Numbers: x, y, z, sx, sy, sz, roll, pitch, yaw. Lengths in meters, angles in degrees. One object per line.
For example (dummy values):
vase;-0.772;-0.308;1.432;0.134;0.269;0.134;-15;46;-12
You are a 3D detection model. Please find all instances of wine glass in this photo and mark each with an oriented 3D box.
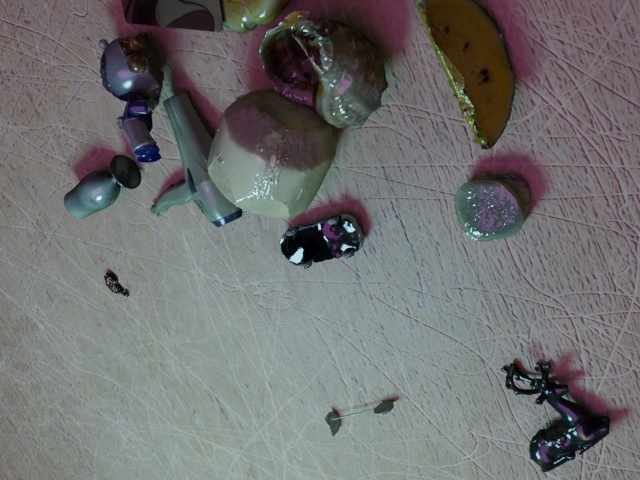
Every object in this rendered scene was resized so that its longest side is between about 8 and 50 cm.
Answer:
wine glass;-0.524;-0.124;1.960;0.202;0.093;0.093;-26;102;32

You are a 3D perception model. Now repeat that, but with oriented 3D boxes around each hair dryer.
hair dryer;-0.310;-0.181;1.829;0.298;0.119;0.296;7;114;38

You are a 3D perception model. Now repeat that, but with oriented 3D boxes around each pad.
pad;-0.314;-0.527;1.617;0.330;0.004;0.220;17;125;41

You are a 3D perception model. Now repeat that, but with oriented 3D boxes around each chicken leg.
chicken leg;-0.535;0.119;2.143;0.036;0.021;0.083;-33;99;27

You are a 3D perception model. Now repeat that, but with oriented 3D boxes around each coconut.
coconut;-0.103;-0.161;1.633;0.245;0.245;0.247;32;123;8

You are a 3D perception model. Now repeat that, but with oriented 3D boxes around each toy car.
toy car;0.000;0.000;1.782;0.205;0.056;0.095;-14;109;36

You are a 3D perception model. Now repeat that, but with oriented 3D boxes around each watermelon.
watermelon;0.252;-0.315;1.434;0.123;0.129;0.301;-16;113;35

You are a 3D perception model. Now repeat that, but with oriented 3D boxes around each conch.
conch;0.017;-0.335;1.523;0.210;0.159;0.291;24;154;35

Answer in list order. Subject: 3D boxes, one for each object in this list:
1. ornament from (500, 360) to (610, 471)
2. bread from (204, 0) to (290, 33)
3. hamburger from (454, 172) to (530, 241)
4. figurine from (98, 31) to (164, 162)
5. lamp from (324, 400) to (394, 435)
ornament;0.457;0.357;1.733;0.236;0.080;0.202;43;124;-3
bread;-0.136;-0.500;1.546;0.213;0.105;0.213;17;126;25
hamburger;0.330;-0.064;1.575;0.140;0.062;0.133;-5;110;31
figurine;-0.390;-0.300;1.735;0.133;0.194;0.274;-9;97;-4
lamp;0.098;0.426;1.970;0.198;0.050;0.056;-20;103;36
